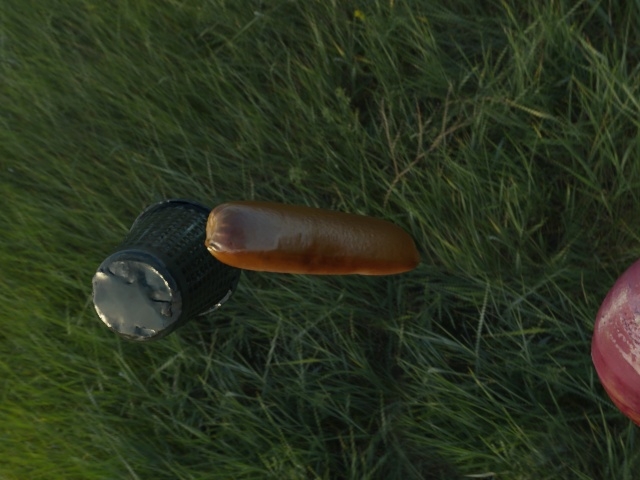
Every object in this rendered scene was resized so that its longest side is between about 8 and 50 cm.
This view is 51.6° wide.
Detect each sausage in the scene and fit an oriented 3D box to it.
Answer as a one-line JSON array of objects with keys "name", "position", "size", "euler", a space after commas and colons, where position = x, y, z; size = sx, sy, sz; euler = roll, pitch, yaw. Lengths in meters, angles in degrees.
[{"name": "sausage", "position": [0.000, 0.000, 0.812], "size": [0.089, 0.299, 0.084], "euler": [1, 87, 58]}]

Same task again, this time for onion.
[{"name": "onion", "position": [0.556, 0.125, 0.946], "size": [0.358, 0.358, 0.345], "euler": [-44, 45, 4]}]

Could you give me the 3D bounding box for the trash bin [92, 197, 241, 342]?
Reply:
[{"name": "trash bin", "position": [-0.207, 0.046, 0.863], "size": [0.175, 0.161, 0.176], "euler": [3, 106, 10]}]
